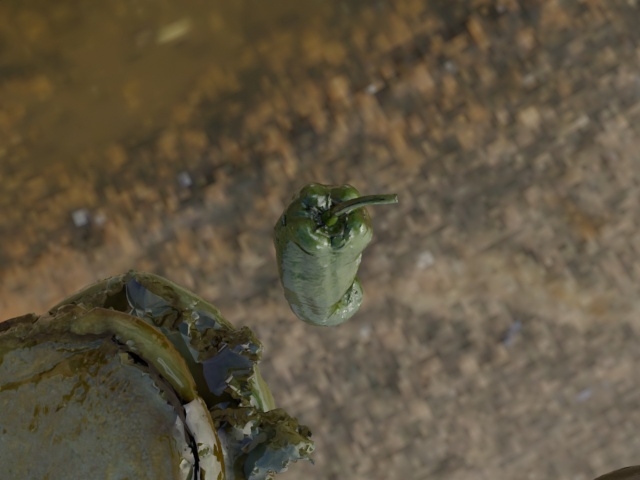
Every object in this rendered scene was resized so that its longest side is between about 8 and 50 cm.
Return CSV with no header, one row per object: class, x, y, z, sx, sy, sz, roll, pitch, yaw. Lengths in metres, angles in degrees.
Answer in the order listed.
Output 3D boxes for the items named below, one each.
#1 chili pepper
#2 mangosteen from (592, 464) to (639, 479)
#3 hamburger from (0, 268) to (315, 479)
chili pepper,0.001,-0.002,1.332,0.073,0.072,0.204,-16,156,-11
mangosteen,0.184,0.209,0.859,0.243,0.243,0.243,-19,149,-12
hamburger,-0.085,0.093,0.902,0.185,0.159,0.131,3,-170,27
